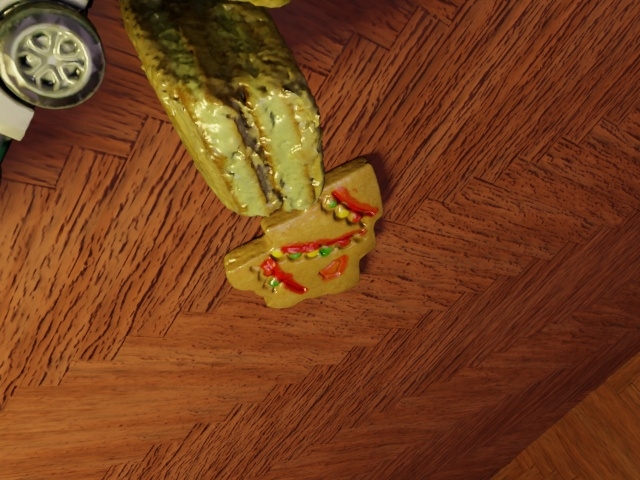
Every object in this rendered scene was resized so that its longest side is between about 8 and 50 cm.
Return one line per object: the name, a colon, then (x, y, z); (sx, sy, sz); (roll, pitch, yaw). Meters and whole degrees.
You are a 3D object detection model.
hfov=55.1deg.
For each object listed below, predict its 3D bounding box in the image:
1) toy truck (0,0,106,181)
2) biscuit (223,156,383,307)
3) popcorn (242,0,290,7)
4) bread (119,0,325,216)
toy truck: (-0.280, -0.054, 0.391); (0.178, 0.176, 0.363); (25, 110, -38)
biscuit: (0.000, 0.000, 0.758); (0.212, 0.041, 0.238); (9, 128, -37)
popcorn: (-0.045, -0.266, 0.346); (0.233, 0.192, 0.266); (-63, 158, 13)
bread: (-0.069, -0.115, 0.462); (0.102, 0.196, 0.138); (-26, 147, -1)
